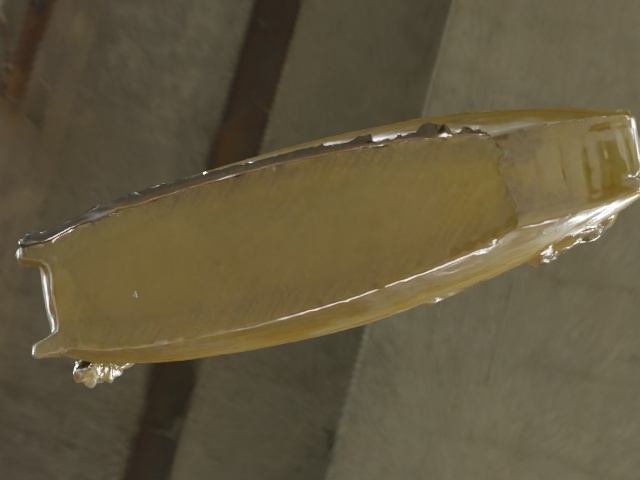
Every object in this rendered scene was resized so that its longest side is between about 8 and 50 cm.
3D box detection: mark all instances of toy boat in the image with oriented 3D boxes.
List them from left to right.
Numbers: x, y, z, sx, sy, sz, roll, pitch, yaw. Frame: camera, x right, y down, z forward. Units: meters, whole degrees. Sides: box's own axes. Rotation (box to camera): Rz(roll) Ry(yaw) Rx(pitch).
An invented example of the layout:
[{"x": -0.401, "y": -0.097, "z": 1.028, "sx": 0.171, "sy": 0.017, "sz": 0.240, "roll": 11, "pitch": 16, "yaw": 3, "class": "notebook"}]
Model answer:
[{"x": 0.000, "y": 0.000, "z": 0.795, "sx": 0.321, "sy": 0.121, "sz": 0.089, "roll": -16, "pitch": -96, "yaw": 26, "class": "toy boat"}]
